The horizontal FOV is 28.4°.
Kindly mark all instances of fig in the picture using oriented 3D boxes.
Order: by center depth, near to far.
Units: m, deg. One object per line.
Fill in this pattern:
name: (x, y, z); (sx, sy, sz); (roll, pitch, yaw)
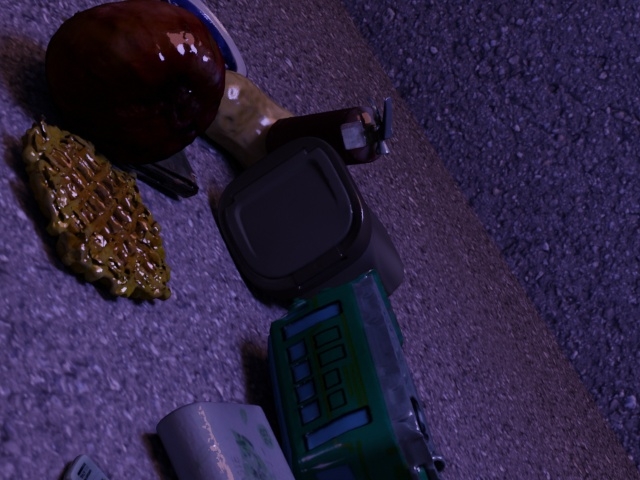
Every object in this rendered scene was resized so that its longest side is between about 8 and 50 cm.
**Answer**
fig: (-0.255, -0.219, 1.712); (0.224, 0.263, 0.223); (4, 90, -68)

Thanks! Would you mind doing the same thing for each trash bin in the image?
trash bin: (0.000, 0.000, 2.024); (0.250, 0.220, 0.219); (42, 21, -56)

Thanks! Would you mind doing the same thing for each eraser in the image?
eraser: (-0.082, 0.298, 1.432); (0.174, 0.081, 0.227); (21, 38, -60)

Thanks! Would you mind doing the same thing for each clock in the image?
clock: (-0.233, -0.357, 2.286); (0.230, 0.083, 0.230); (50, 16, -20)

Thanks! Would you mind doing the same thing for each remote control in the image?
remote control: (-0.208, 0.269, 1.260); (0.124, 0.018, 0.053); (51, 18, -10)

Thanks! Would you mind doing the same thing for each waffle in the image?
waffle: (-0.279, -0.034, 1.596); (0.245, 0.052, 0.254); (28, 32, -58)

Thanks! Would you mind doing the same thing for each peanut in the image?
peanut: (-0.108, -0.189, 2.195); (0.319, 0.148, 0.147); (41, 21, -43)

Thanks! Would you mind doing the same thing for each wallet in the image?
wallet: (-0.284, -0.207, 1.921); (0.169, 0.044, 0.317); (31, 28, -49)

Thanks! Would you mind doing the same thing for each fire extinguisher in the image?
fire extinguisher: (0.025, -0.170, 2.045); (0.105, 0.269, 0.104); (2, 87, -39)

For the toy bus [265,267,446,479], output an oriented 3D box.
toy bus: (0.040, 0.218, 1.692); (0.343, 0.200, 0.183); (-104, 172, -52)
